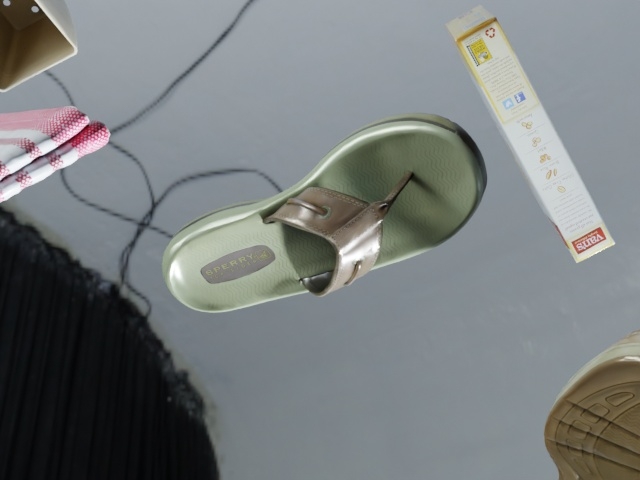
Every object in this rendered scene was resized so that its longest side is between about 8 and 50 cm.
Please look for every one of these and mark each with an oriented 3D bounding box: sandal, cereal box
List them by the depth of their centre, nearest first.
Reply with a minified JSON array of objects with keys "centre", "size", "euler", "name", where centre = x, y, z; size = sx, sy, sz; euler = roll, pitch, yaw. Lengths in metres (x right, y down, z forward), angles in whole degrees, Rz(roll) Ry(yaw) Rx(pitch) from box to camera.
[{"centre":[0.000,0.002,0.829],"size":[0.302,0.086,0.120],"euler":[-26,115,23],"name":"sandal"},{"centre":[0.199,-0.109,0.991],"size":[0.047,0.173,0.240],"euler":[-28,102,11],"name":"cereal box"}]

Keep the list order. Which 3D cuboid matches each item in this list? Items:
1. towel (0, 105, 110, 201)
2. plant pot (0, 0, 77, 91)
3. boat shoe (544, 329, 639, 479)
[{"centre":[-0.195,0.002,0.434],"size":[0.144,0.197,0.029],"euler":[6,130,55],"name":"towel"},{"centre":[-0.338,-0.252,1.130],"size":[0.109,0.096,0.109],"euler":[-23,130,17],"name":"plant pot"},{"centre":[0.227,0.136,0.722],"size":[0.109,0.098,0.302],"euler":[23,151,23],"name":"boat shoe"}]
